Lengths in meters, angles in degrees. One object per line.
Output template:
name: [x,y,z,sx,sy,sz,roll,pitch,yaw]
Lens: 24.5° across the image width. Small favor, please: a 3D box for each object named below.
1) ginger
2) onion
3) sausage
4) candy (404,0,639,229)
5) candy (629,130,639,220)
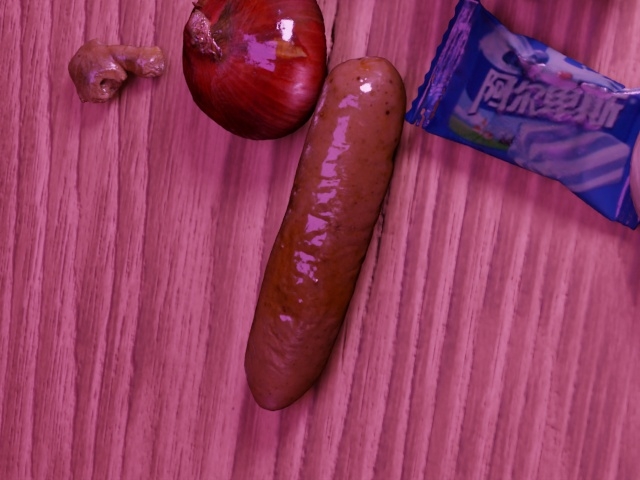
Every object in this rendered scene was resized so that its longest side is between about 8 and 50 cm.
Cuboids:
ginger: [-0.304,-0.243,2.139,0.165,0.067,0.096,5,73,32]
onion: [-0.094,-0.248,1.953,0.248,0.161,0.248,41,141,45]
sausage: [0.001,0.001,1.918,0.136,0.123,0.501,-127,51,-69]
candy: [0.271,-0.160,1.778,0.331,0.077,0.187,30,109,25]
candy: [0.467,-0.070,1.589,0.295,0.185,0.296,3,96,29]
